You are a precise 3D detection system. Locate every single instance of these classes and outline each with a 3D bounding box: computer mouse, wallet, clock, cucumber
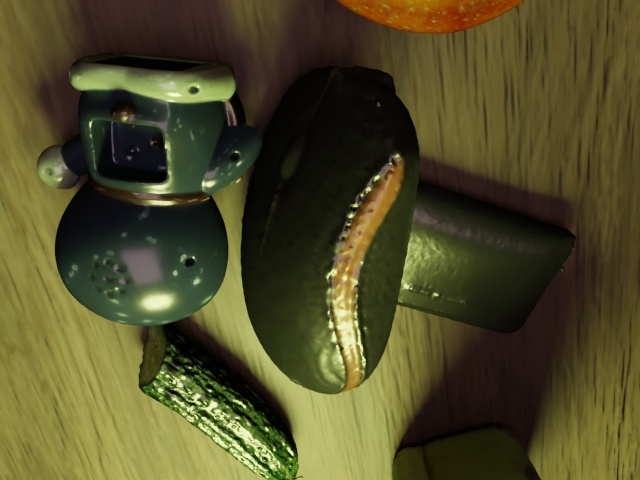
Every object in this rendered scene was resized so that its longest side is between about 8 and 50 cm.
[{"bbox_3d":[-0.004,0.001,0.591,0.116,0.183,0.323,-9,118,-34],"label":"computer mouse"},{"bbox_3d":[0.143,0.021,0.693,0.250,0.044,0.149,18,115,-14],"label":"wallet"},{"bbox_3d":[-0.160,-0.041,0.578,0.200,0.146,0.243,8,109,2],"label":"clock"},{"bbox_3d":[-0.107,0.196,0.733,0.077,0.077,0.265,-40,115,12],"label":"cucumber"}]

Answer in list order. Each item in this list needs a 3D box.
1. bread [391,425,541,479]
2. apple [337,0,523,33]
[{"bbox_3d":[0.190,0.356,0.693,0.187,0.338,0.155,-15,109,1],"label":"bread"},{"bbox_3d":[0.075,-0.271,0.482,0.210,0.173,0.235,-37,104,16],"label":"apple"}]
